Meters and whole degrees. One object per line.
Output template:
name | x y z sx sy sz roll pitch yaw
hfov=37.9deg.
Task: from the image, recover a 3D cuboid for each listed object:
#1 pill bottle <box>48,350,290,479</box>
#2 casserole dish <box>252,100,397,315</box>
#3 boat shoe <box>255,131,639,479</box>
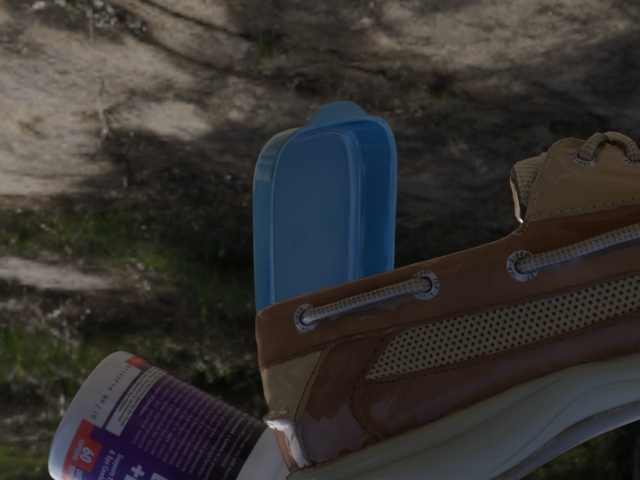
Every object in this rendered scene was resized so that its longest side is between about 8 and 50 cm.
pill bottle | -0.089 0.169 0.683 0.193 0.108 0.108 25 165 8
casserole dish | 0.000 0.000 0.616 0.114 0.188 0.037 -17 -154 -42
boat shoe | 0.119 0.010 0.372 0.324 0.116 0.123 -24 168 2
